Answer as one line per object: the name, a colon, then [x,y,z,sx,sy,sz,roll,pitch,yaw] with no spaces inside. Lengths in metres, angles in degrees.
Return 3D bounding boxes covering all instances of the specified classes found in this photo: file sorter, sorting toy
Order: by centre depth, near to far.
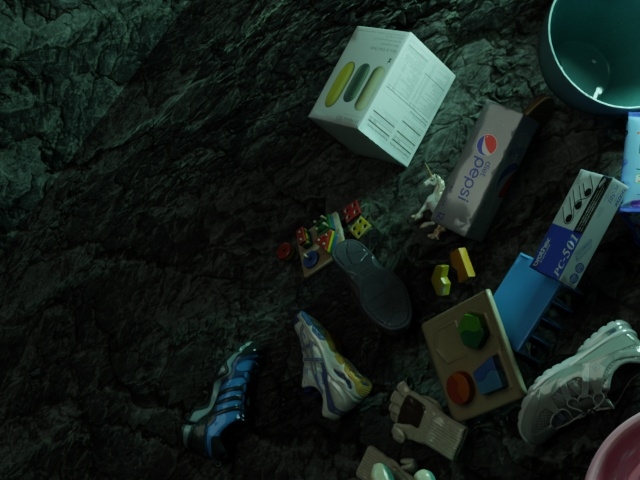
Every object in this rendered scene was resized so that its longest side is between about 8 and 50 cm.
file sorter: [0.407,0.135,1.876,0.118,0.104,0.170,31,88,50]
sorting toy: [0.271,0.184,1.889,0.229,0.041,0.307,-39,64,51]
sorting toy: [0.000,0.000,2.409,0.275,0.046,0.132,-34,46,24]

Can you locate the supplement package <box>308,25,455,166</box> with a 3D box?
supplement package: [0.149,-0.351,2.371,0.199,0.198,0.262,22,81,49]

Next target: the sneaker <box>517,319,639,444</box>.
sneaker: [0.467,0.268,1.730,0.281,0.105,0.115,-48,41,10]

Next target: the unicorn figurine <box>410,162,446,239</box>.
unicorn figurine: [0.256,-0.077,2.206,0.111,0.060,0.162,-45,58,12]

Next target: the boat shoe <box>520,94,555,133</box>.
boat shoe: [0.435,-0.251,2.130,0.178,0.064,0.060,-49,43,13]

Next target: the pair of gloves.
pair of gloves: [0.172,0.424,1.947,0.204,0.042,0.240,37,103,49]

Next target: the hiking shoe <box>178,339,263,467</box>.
hiking shoe: [-0.207,0.387,2.343,0.132,0.113,0.304,27,77,19]

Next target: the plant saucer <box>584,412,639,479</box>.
plant saucer: [0.579,0.424,1.537,0.332,0.084,0.332,-25,49,32]

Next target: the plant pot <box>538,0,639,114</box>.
plant pot: [0.557,-0.371,1.962,0.195,0.290,0.290,131,160,-75]

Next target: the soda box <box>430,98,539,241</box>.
soda box: [0.349,-0.146,2.069,0.098,0.091,0.286,29,99,34]

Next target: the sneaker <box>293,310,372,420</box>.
sneaker: [-0.008,0.277,2.188,0.131,0.112,0.296,-49,40,10]

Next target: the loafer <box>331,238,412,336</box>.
loafer: [0.123,0.116,2.199,0.109,0.095,0.302,-26,46,-10]

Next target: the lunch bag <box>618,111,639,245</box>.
lunch bag: [0.704,-0.124,1.750,0.293,0.138,0.220,-4,59,33]

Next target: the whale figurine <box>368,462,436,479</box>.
whale figurine: [0.182,0.525,1.823,0.272,0.141,0.216,33,110,56]

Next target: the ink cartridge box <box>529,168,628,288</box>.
ink cartridge box: [0.468,-0.023,1.770,0.207,0.046,0.097,-62,25,3]
